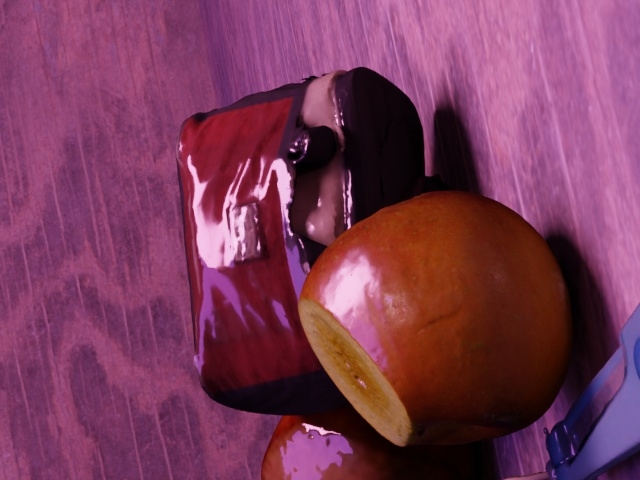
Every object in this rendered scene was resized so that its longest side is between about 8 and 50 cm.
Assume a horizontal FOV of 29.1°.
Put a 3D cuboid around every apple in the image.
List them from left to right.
[{"bbox_3d":[0.071,0.053,0.749,0.146,0.163,0.147,60,-168,-64],"label":"apple"}]

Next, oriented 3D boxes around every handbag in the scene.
[{"bbox_3d":[0.000,0.000,0.931,0.181,0.181,0.254,23,-122,-61],"label":"handbag"}]

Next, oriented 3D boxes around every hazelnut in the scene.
[{"bbox_3d":[0.041,0.199,1.048,0.210,0.186,0.210,56,165,24],"label":"hazelnut"}]

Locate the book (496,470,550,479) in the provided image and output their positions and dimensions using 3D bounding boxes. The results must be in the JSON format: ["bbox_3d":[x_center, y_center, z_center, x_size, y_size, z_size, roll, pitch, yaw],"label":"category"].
[{"bbox_3d":[0.103,0.337,0.791,0.035,0.239,0.352,7,-114,-56],"label":"book"}]

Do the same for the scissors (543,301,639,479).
[{"bbox_3d":[0.169,0.061,0.575,0.393,0.032,0.180,103,155,-65],"label":"scissors"}]
